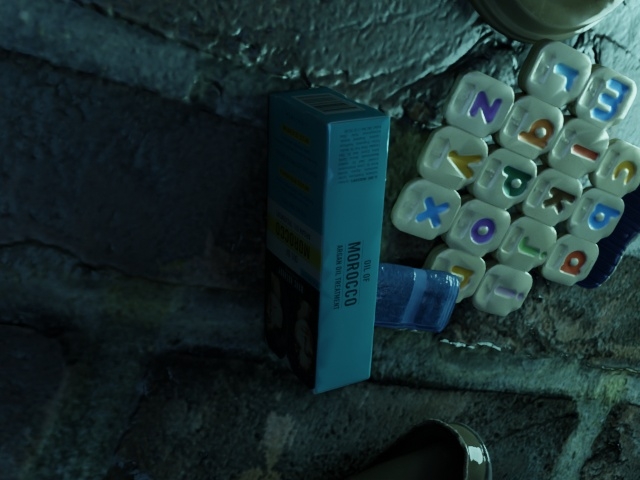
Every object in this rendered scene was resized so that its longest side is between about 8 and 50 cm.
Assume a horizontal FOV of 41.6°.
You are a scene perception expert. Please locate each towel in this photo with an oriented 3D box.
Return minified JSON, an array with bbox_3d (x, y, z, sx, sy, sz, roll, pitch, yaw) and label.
[{"bbox_3d":[0.082,0.057,0.841,0.119,0.029,0.067,9,111,-27],"label":"towel"}]

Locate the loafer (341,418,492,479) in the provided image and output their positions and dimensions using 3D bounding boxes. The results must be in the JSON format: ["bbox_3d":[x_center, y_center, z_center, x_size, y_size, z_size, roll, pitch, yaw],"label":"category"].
[{"bbox_3d":[0.029,0.318,0.875,0.366,0.134,0.130,-42,129,-11],"label":"loafer"}]

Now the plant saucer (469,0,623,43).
[{"bbox_3d":[0.236,-0.318,0.773,0.277,0.041,0.278,-15,118,-29],"label":"plant saucer"}]

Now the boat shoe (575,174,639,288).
[{"bbox_3d":[0.347,-0.030,0.970,0.183,0.066,0.066,-52,175,16],"label":"boat shoe"}]

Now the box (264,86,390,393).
[{"bbox_3d":[0.000,0.000,0.725,0.060,0.100,0.244,-11,117,-29],"label":"box"}]

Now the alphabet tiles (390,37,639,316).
[{"bbox_3d":[0.211,-0.056,0.871,0.277,0.021,0.284,16,107,-30],"label":"alphabet tiles"}]
